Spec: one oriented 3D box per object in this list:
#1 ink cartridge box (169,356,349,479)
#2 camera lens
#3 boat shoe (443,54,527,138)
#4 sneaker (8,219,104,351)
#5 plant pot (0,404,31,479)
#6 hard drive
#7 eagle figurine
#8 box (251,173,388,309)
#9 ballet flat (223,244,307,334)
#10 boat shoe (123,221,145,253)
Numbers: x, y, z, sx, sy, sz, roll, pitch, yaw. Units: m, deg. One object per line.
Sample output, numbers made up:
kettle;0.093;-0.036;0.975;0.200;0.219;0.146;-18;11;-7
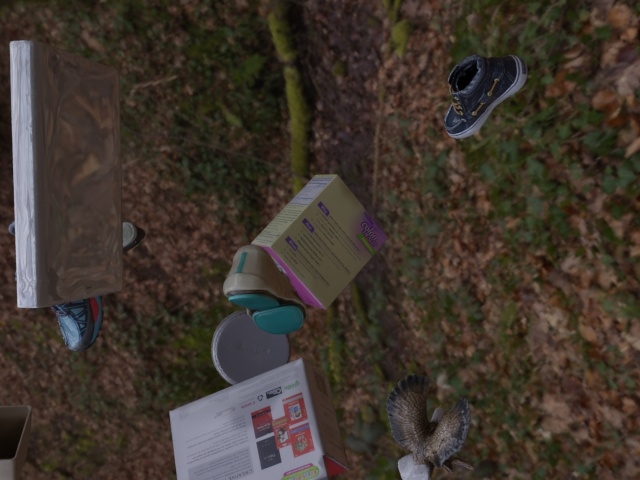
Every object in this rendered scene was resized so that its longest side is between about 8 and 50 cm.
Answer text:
ink cartridge box;-0.118;0.418;1.455;0.130;0.310;0.271;49;-158;-52
camera lens;-0.196;0.302;2.111;0.219;0.219;0.274;60;171;1
boat shoe;0.209;-0.209;1.081;0.183;0.083;0.065;134;132;-57
sneaker;-0.463;0.071;1.277;0.104;0.125;0.261;-13;93;35
plant pot;-0.493;0.321;1.124;0.109;0.109;0.096;-101;13;-57
hard drive;-0.316;-0.079;0.959;0.203;0.040;0.307;-10;-80;-76
eagle figurine;0.316;0.547;2.161;0.298;0.226;0.225;75;-177;-47
box;0.000;0.000;1.794;0.213;0.243;0.117;49;163;-22
ballet flat;-0.071;0.066;1.033;0.086;0.086;0.248;54;176;20
boat shoe;-0.595;0.021;2.102;0.069;0.228;0.081;24;-136;-68
